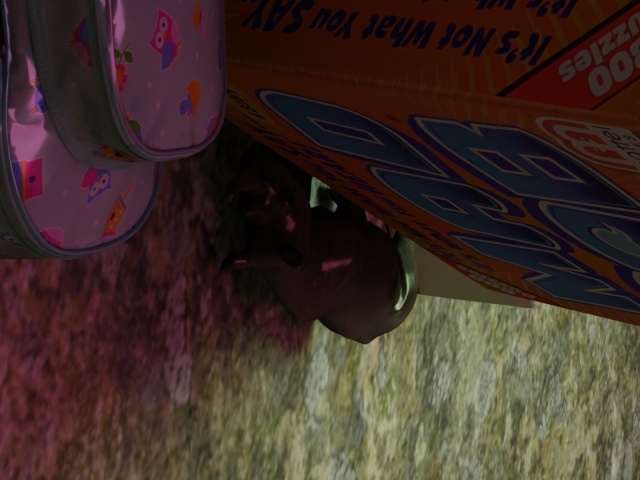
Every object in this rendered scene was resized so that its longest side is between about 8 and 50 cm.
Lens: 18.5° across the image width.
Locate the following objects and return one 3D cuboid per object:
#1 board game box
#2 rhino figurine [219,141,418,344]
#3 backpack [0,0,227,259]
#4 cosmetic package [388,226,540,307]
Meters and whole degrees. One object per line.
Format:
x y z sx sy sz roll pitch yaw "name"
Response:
0.186 -0.167 1.059 0.356 0.356 0.356 32 77 -43 "board game box"
0.000 0.000 1.223 0.243 0.073 0.106 28 67 -63 "rhino figurine"
-0.120 -0.083 0.845 0.166 0.144 0.188 -22 119 -70 "backpack"
0.108 -0.119 1.390 0.160 0.113 0.309 -60 146 -43 "cosmetic package"
